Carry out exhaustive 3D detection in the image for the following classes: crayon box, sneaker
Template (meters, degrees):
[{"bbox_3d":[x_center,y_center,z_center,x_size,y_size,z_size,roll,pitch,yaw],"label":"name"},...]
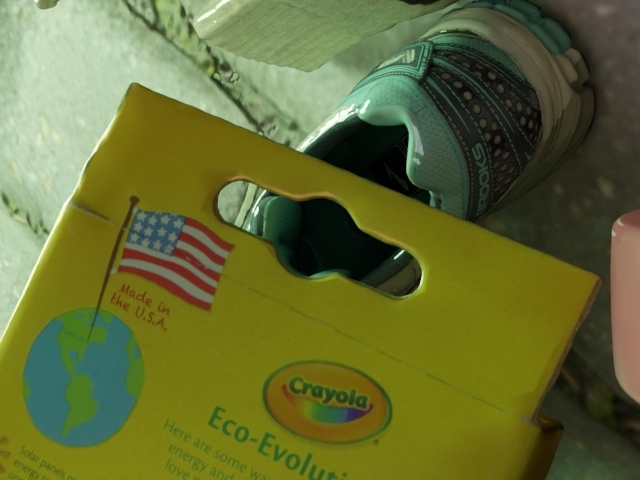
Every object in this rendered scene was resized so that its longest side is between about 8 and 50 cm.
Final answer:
[{"bbox_3d":[-0.045,0.124,0.418,0.202,0.081,0.318,25,89,21],"label":"crayon box"},{"bbox_3d":[0.000,0.000,0.531,0.110,0.122,0.283,47,134,11],"label":"sneaker"}]

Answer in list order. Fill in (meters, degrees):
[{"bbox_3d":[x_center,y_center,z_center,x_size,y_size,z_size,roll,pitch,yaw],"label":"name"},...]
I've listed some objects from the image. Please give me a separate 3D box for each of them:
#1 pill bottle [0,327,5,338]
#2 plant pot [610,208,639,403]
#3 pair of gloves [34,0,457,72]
[{"bbox_3d":[-0.047,0.199,0.568,0.392,0.224,0.224,20,124,21],"label":"pill bottle"},{"bbox_3d":[0.184,-0.044,0.314,0.201,0.201,0.180,3,98,40],"label":"plant pot"},{"bbox_3d":[-0.035,-0.129,0.427,0.204,0.240,0.042,-22,62,46],"label":"pair of gloves"}]
